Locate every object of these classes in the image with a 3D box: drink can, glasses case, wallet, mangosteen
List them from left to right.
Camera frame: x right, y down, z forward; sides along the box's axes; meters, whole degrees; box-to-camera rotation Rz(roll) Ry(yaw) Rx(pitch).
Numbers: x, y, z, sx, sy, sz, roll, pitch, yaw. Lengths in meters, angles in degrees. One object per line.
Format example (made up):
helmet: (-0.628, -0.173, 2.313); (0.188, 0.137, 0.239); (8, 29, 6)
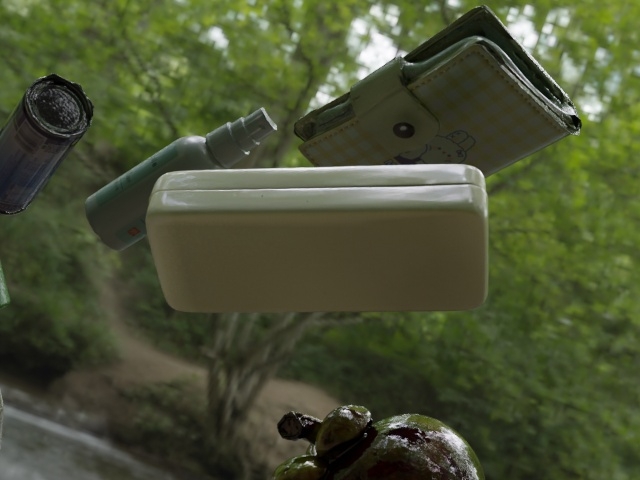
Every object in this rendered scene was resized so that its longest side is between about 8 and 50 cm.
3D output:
drink can: (-0.397, -0.126, 1.560); (0.097, 0.097, 0.235); (24, -37, -22)
glasses case: (0.000, 0.000, 1.068); (0.313, 0.070, 0.131); (-1, -49, 8)
mangosteen: (0.057, 0.279, 1.270); (0.257, 0.215, 0.215); (31, -8, -1)
wallet: (0.139, -0.138, 1.427); (0.309, 0.077, 0.223); (-28, -49, 34)

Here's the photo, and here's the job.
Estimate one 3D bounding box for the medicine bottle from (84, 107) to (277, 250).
medicine bottle: (-0.231, -0.114, 1.933); (0.110, 0.352, 0.110); (55, 12, -18)

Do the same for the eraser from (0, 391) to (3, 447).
eraser: (-0.353, 0.135, 1.080); (0.081, 0.124, 0.279); (-14, -14, -20)

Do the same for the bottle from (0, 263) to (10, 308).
bottle: (-0.577, -0.044, 1.807); (0.093, 0.330, 0.093); (-14, 6, 2)
